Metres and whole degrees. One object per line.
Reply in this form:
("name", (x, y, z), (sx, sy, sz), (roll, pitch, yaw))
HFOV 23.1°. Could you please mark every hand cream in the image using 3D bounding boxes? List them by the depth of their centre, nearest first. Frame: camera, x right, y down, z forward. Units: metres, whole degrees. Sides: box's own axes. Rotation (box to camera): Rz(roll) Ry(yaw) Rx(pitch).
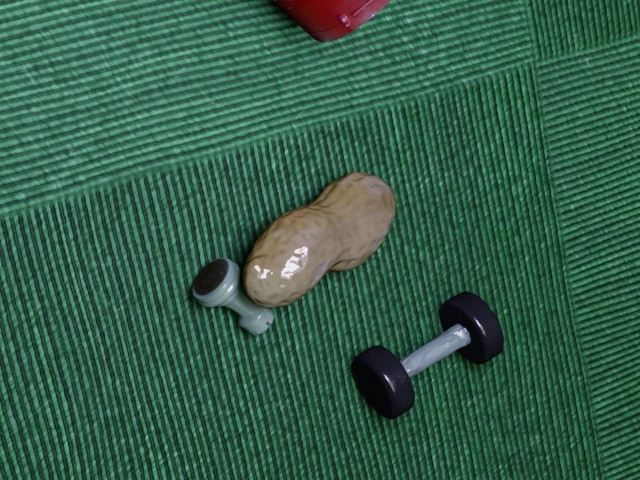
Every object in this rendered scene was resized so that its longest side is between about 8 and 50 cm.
("hand cream", (0.018, -0.366, 1.887), (0.149, 0.230, 0.230), (38, 78, -26))

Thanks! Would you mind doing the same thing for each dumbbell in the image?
("dumbbell", (0.143, 0.152, 2.082), (0.191, 0.100, 0.100), (-29, 108, -22))

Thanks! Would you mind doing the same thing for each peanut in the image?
("peanut", (0.000, 0.000, 1.967), (0.263, 0.101, 0.117), (-32, 118, -41))

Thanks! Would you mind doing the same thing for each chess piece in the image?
("chess piece", (-0.105, 0.075, 1.963), (0.103, 0.067, 0.067), (43, 75, -34))
